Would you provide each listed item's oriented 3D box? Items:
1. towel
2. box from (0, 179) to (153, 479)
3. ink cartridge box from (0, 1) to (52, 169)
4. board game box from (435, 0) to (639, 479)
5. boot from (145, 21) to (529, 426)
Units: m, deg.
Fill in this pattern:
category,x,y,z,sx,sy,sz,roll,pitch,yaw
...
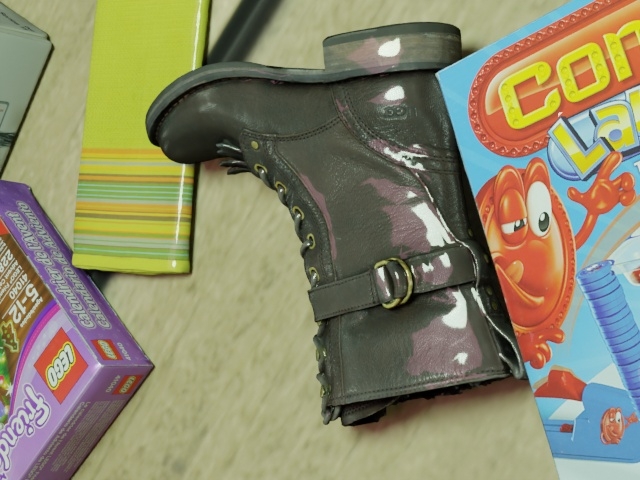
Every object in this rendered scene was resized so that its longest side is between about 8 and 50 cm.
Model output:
category,x,y,z,sx,sy,sz,roll,pitch,yaw
towel,-0.125,-0.094,0.999,0.102,0.021,0.237,3,87,32
box,-0.270,0.126,1.062,0.201,0.057,0.293,50,114,28
ink cartridge box,-0.320,-0.101,1.102,0.153,0.087,0.208,34,105,33
board game box,0.238,-0.004,0.674,0.308,0.086,0.302,-26,71,32
boot,0.000,0.000,0.855,0.263,0.091,0.229,-10,84,40
